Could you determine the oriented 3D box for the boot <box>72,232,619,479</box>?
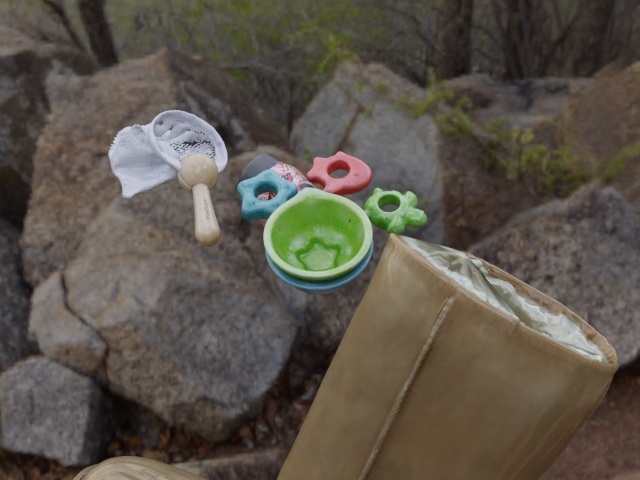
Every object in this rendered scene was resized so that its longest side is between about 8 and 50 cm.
[{"bbox_3d":[-0.004,0.111,0.557,0.236,0.269,0.089,29,22,5],"label":"boot"}]

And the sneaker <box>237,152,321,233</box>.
[{"bbox_3d":[-0.001,0.001,1.249,0.145,0.270,0.090,39,82,29],"label":"sneaker"}]

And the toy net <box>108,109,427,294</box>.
[{"bbox_3d":[-0.048,-0.046,0.663,0.232,0.045,0.122,30,60,25],"label":"toy net"}]
